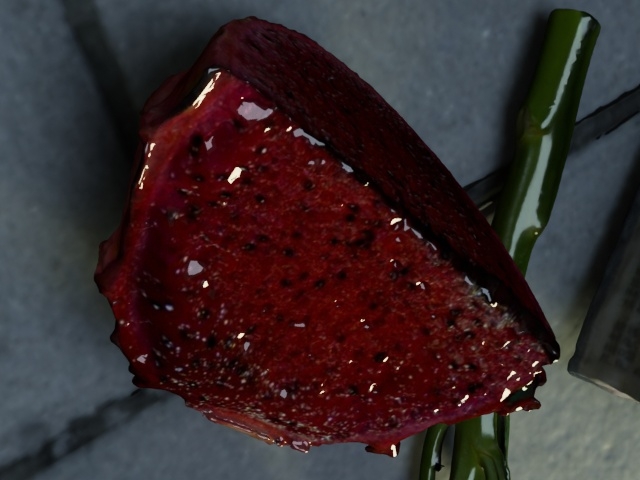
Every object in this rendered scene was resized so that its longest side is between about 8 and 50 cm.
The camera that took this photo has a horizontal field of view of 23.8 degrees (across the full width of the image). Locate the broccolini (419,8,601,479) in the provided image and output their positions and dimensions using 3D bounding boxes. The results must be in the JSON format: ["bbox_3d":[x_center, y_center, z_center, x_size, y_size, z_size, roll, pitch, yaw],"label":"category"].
[{"bbox_3d":[0.117,0.064,0.891,0.078,0.074,0.392,16,95,11],"label":"broccolini"}]

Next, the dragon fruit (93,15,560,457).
[{"bbox_3d":[0.000,0.000,0.762,0.261,0.163,0.189,39,49,-27],"label":"dragon fruit"}]

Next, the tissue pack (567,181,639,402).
[{"bbox_3d":[0.351,-0.045,0.951,0.288,0.124,0.394,22,91,-33],"label":"tissue pack"}]
